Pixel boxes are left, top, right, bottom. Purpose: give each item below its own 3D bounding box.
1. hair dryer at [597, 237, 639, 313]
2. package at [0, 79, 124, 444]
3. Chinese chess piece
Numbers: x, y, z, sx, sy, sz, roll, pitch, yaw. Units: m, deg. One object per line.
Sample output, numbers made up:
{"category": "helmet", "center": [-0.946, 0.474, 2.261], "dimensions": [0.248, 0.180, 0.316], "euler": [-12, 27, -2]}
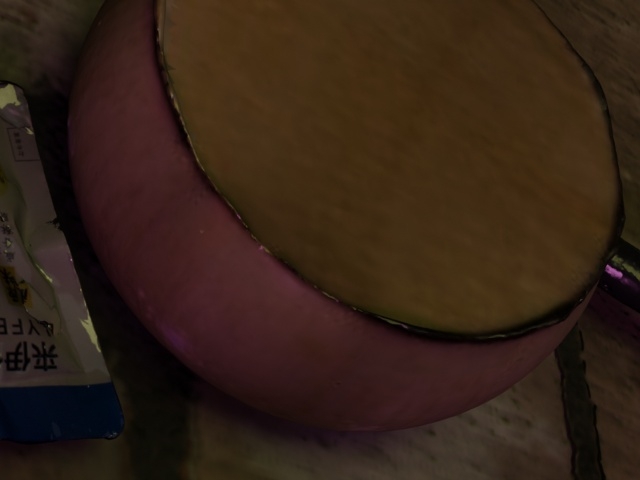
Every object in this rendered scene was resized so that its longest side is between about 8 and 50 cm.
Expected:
{"category": "hair dryer", "center": [0.176, 0.005, 1.025], "dimensions": [0.219, 0.075, 0.195], "euler": [32, 33, -12]}
{"category": "package", "center": [-0.167, 0.004, 0.713], "dimensions": [0.171, 0.027, 0.173], "euler": [1, 58, -43]}
{"category": "Chinese chess piece", "center": [0.013, -0.040, 0.834], "dimensions": [0.257, 0.104, 0.257], "euler": [18, 53, -25]}
